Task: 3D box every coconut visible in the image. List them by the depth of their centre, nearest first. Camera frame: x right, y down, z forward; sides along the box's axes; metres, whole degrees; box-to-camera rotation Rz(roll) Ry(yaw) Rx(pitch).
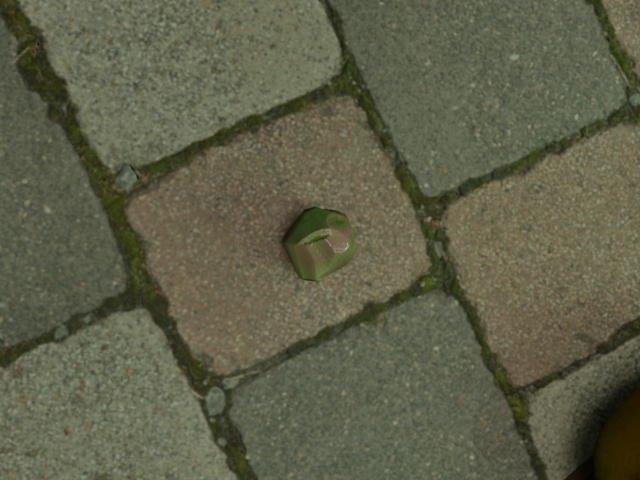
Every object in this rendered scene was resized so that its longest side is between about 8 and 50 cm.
[{"bbox_3d":[0.000,0.000,0.990,0.082,0.083,0.081,-27,107,-32],"label":"coconut"}]

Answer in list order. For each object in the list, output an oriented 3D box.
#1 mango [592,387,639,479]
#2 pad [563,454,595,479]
[{"bbox_3d":[0.516,0.271,1.010,0.378,0.221,0.263,5,69,10],"label":"mango"},{"bbox_3d":[0.393,0.338,1.107,0.235,0.003,0.158,-37,97,-9],"label":"pad"}]
